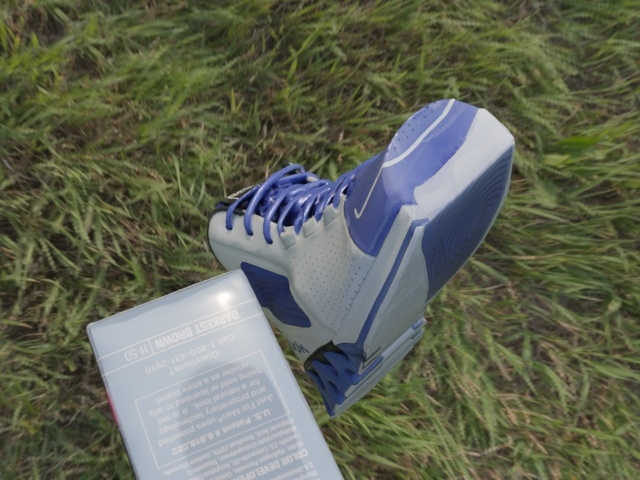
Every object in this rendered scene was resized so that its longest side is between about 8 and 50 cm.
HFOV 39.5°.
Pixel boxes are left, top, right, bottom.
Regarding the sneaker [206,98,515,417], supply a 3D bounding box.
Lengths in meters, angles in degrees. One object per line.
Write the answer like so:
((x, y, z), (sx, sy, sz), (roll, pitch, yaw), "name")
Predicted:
((0.000, 0.001, 0.653), (0.182, 0.315, 0.127), (43, 59, 14), "sneaker")

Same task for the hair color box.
((-0.023, 0.225, 0.542), (0.114, 0.185, 0.374), (-21, 57, -14), "hair color box")
